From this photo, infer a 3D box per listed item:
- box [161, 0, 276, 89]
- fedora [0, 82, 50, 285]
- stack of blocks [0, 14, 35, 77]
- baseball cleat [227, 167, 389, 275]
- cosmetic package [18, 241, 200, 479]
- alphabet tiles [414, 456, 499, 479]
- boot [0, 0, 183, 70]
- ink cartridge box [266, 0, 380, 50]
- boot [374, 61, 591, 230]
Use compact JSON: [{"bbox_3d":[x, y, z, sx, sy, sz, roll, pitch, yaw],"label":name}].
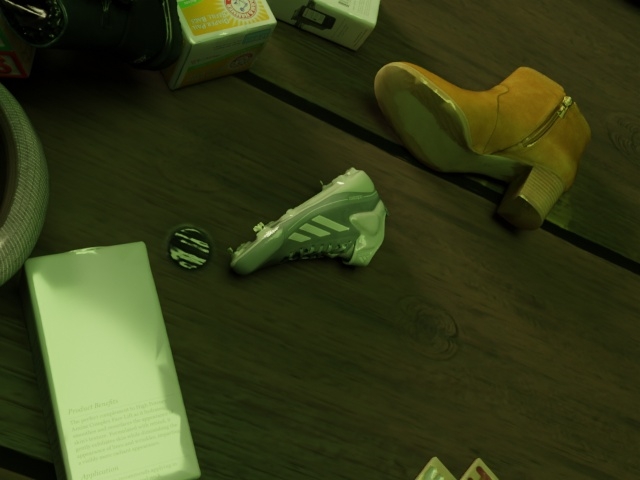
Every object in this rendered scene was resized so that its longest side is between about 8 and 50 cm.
[{"bbox_3d":[-0.153,-0.292,0.947,0.114,0.103,0.203,-21,80,-29],"label":"box"},{"bbox_3d":[-0.373,-0.039,0.736,0.243,0.124,0.275,-1,64,-26],"label":"fedora"},{"bbox_3d":[-0.361,-0.313,0.837,0.171,0.087,0.297,3,65,3],"label":"stack of blocks"},{"bbox_3d":[0.000,0.000,0.919,0.206,0.072,0.109,-36,94,-27],"label":"baseball cleat"},{"bbox_3d":[-0.200,0.127,0.773,0.117,0.085,0.231,-8,72,-27],"label":"cosmetic package"},{"bbox_3d":[0.142,0.357,0.876,0.198,0.009,0.237,48,60,0],"label":"alphabet tiles"},{"bbox_3d":[-0.228,-0.288,0.785,0.207,0.094,0.246,-4,81,-69],"label":"boot"},{"bbox_3d":[-0.001,-0.325,1.050,0.150,0.063,0.109,19,64,-16],"label":"ink cartridge box"},{"bbox_3d":[0.219,-0.169,1.076,0.295,0.104,0.211,41,54,-10],"label":"boot"}]
